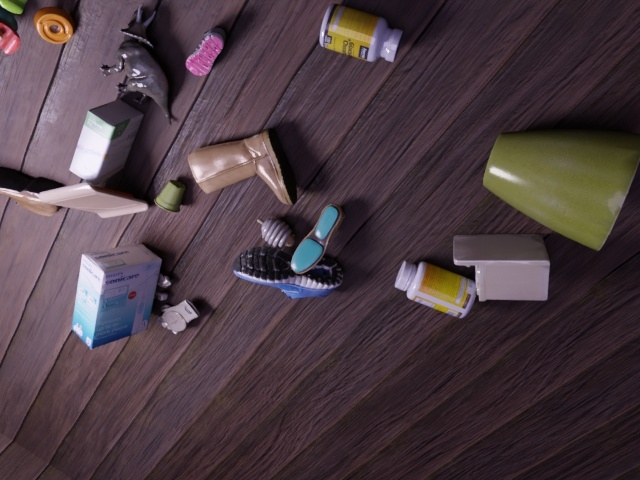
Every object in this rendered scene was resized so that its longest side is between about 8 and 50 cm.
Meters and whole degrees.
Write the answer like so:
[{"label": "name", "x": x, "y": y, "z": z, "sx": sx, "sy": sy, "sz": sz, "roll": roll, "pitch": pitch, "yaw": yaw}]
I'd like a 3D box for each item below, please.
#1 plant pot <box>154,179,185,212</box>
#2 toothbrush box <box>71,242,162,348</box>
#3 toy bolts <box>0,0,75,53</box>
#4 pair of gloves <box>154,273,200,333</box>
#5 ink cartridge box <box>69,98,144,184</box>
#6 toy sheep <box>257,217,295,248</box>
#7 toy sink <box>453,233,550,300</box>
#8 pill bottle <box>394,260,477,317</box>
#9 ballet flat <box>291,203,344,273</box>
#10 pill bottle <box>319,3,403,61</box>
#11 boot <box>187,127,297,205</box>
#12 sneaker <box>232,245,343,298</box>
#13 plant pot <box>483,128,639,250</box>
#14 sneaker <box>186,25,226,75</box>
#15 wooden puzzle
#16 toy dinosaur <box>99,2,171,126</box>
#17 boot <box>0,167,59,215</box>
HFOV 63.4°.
[{"label": "plant pot", "x": -0.454, "y": -0.141, "z": 1.590, "sx": 0.083, "sy": 0.083, "sz": 0.079, "roll": 31, "pitch": 109, "yaw": -2}, {"label": "toothbrush box", "x": -0.665, "y": 0.175, "z": 1.694, "sx": 0.126, "sy": 0.216, "sz": 0.295, "roll": 31, "pitch": 115, "yaw": 28}, {"label": "toy bolts", "x": -0.815, "y": -0.630, "z": 1.422, "sx": 0.229, "sy": 0.158, "sz": 0.218, "roll": -34, "pitch": 145, "yaw": 17}, {"label": "pair of gloves", "x": -0.544, "y": 0.212, "z": 1.812, "sx": 0.240, "sy": 0.042, "sz": 0.204, "roll": 47, "pitch": 125, "yaw": -4}, {"label": "ink cartridge box", "x": -0.621, "y": -0.286, "z": 1.507, "sx": 0.093, "sy": 0.154, "sz": 0.212, "roll": 31, "pitch": 121, "yaw": -2}, {"label": "toy sheep", "x": -0.135, "y": -0.024, "z": 1.556, "sx": 0.132, "sy": 0.091, "sz": 0.091, "roll": 30, "pitch": 121, "yaw": -2}, {"label": "toy sink", "x": 0.481, "y": 0.073, "z": 1.401, "sx": 0.234, "sy": 0.152, "sz": 0.131, "roll": -1, "pitch": 117, "yaw": 15}, {"label": "pill bottle", "x": 0.329, "y": 0.134, "z": 1.493, "sx": 0.215, "sy": 0.117, "sz": 0.117, "roll": 21, "pitch": 120, "yaw": 3}, {"label": "ballet flat", "x": 0.000, "y": 0.000, "z": 1.506, "sx": 0.080, "sy": 0.073, "sz": 0.232, "roll": 39, "pitch": 103, "yaw": 17}, {"label": "pill bottle", "x": 0.098, "y": -0.489, "z": 1.236, "sx": 0.184, "sy": 0.103, "sz": 0.103, "roll": 19, "pitch": 120, "yaw": 5}, {"label": "boot", "x": -0.221, "y": -0.184, "z": 1.499, "sx": 0.270, "sy": 0.089, "sz": 0.236, "roll": -15, "pitch": 102, "yaw": 22}, {"label": "sneaker", "x": -0.106, "y": 0.119, "z": 1.576, "sx": 0.330, "sy": 0.129, "sz": 0.147, "roll": 13, "pitch": 139, "yaw": -9}, {"label": "plant pot", "x": 0.552, "y": -0.152, "z": 1.225, "sx": 0.294, "sy": 0.275, "sz": 0.274, "roll": 21, "pitch": 122, "yaw": 23}, {"label": "sneaker", "x": -0.295, "y": -0.501, "z": 1.365, "sx": 0.063, "sy": 0.074, "sz": 0.170, "roll": 32, "pitch": 145, "yaw": -23}, {"label": "wooden puzzle", "x": -0.688, "y": -0.127, "z": 1.588, "sx": 0.221, "sy": 0.239, "sz": 0.044, "roll": -7, "pitch": 76, "yaw": 25}, {"label": "toy dinosaur", "x": -0.484, "y": -0.452, "z": 1.405, "sx": 0.160, "sy": 0.121, "sz": 0.313, "roll": -9, "pitch": 111, "yaw": 34}, {"label": "boot", "x": -1.012, "y": -0.159, "z": 1.716, "sx": 0.305, "sy": 0.112, "sz": 0.115, "roll": 17, "pitch": 131, "yaw": 4}]
